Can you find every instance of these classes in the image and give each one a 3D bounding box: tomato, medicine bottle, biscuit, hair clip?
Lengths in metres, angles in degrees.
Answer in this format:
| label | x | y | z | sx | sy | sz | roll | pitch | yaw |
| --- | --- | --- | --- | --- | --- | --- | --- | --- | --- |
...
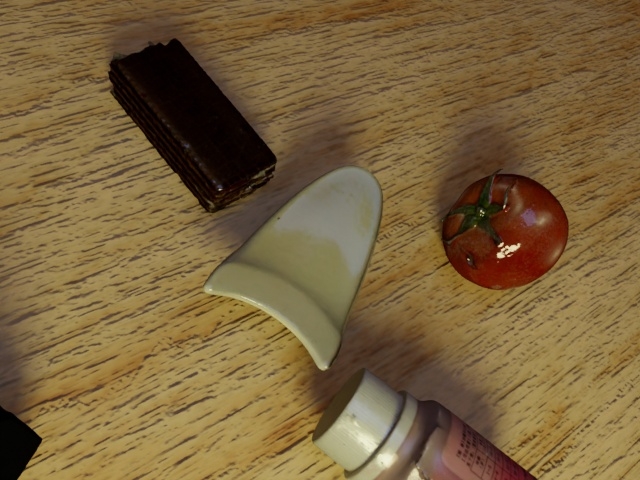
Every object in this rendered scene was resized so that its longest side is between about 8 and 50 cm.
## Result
| label | x | y | z | sx | sy | sz | roll | pitch | yaw |
| --- | --- | --- | --- | --- | --- | --- | --- | --- | --- |
| tomato | 0.266 | -0.013 | 0.831 | 0.167 | 0.167 | 0.167 | 8 | 62 | -16 |
| medicine bottle | 0.116 | 0.255 | 0.642 | 0.247 | 0.147 | 0.147 | 38 | 58 | 2 |
| biscuit | -0.176 | -0.160 | 0.786 | 0.106 | 0.070 | 0.252 | -36 | 81 | -31 |
| hair clip | -0.008 | 0.012 | 0.747 | 0.172 | 0.113 | 0.282 | 33 | 64 | -1 |

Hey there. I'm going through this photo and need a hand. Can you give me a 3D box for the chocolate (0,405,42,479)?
| label | x | y | z | sx | sy | sz | roll | pitch | yaw |
| --- | --- | --- | --- | --- | --- | --- | --- | --- | --- |
| chocolate | -0.394 | 0.167 | 0.477 | 0.177 | 0.206 | 0.224 | 43 | 63 | 16 |
